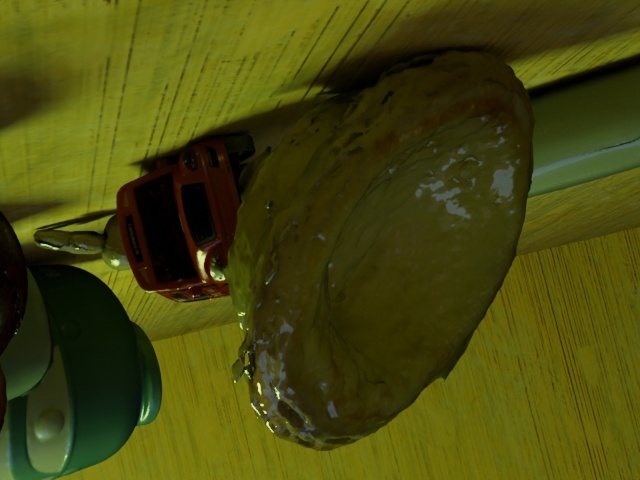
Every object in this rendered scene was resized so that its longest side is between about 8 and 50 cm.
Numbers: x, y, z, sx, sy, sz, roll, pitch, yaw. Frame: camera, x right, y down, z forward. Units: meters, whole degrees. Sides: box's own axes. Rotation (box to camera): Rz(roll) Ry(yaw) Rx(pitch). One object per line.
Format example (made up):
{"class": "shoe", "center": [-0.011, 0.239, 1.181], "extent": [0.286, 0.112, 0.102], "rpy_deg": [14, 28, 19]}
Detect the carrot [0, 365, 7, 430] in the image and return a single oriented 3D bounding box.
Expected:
{"class": "carrot", "center": [-0.304, 0.028, 0.763], "extent": [0.331, 0.214, 0.193], "rpy_deg": [-19, 145, 16]}

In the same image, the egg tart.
{"class": "egg tart", "center": [0.033, -0.004, 1.226], "extent": [0.120, 0.315, 0.315], "rpy_deg": [30, -159, 31]}

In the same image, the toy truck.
{"class": "toy truck", "center": [-0.090, -0.007, 1.367], "extent": [0.114, 0.107, 0.252], "rpy_deg": [-14, 175, 1]}

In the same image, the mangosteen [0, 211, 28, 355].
{"class": "mangosteen", "center": [-0.260, 0.018, 1.031], "extent": [0.166, 0.166, 0.180], "rpy_deg": [-13, 149, -5]}

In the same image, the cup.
{"class": "cup", "center": [-0.333, 0.127, 1.736], "extent": [0.258, 0.219, 0.290], "rpy_deg": [-11, -156, -33]}

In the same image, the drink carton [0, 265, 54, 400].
{"class": "drink carton", "center": [-0.332, 0.079, 1.402], "extent": [0.191, 0.185, 0.190], "rpy_deg": [-19, -176, 30]}

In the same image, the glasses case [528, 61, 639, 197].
{"class": "glasses case", "center": [0.226, -0.093, 1.445], "extent": [0.308, 0.083, 0.128], "rpy_deg": [-16, 180, 25]}

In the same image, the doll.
{"class": "doll", "center": [-0.202, 0.007, 1.532], "extent": [0.093, 0.051, 0.061], "rpy_deg": [-12, -179, -8]}
